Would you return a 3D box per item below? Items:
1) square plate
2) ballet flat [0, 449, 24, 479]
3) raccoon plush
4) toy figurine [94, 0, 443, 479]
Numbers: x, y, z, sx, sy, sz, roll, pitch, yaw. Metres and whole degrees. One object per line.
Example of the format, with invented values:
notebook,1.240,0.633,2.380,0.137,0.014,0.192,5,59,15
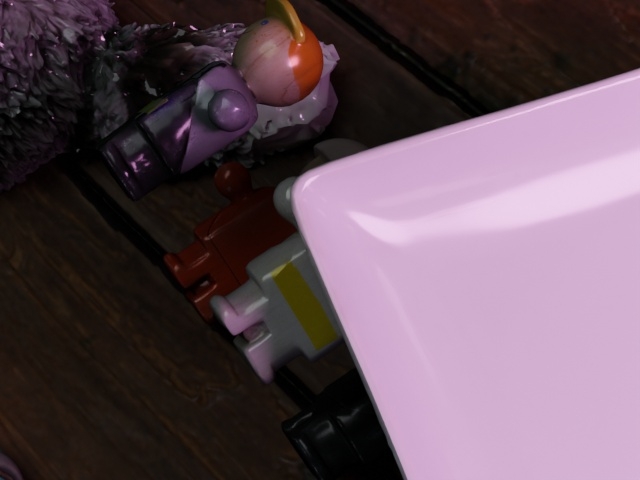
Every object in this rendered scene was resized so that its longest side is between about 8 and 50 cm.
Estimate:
square plate,0.201,0.080,0.688,0.347,0.049,0.344,-18,78,-12
ballet flat,-0.260,0.212,0.925,0.213,0.072,0.068,-51,30,-7
raccoon plush,-0.237,-0.180,0.954,0.446,0.299,0.216,-8,63,20
toy figurine,0.000,0.000,0.821,0.148,0.209,0.213,-34,55,-7
